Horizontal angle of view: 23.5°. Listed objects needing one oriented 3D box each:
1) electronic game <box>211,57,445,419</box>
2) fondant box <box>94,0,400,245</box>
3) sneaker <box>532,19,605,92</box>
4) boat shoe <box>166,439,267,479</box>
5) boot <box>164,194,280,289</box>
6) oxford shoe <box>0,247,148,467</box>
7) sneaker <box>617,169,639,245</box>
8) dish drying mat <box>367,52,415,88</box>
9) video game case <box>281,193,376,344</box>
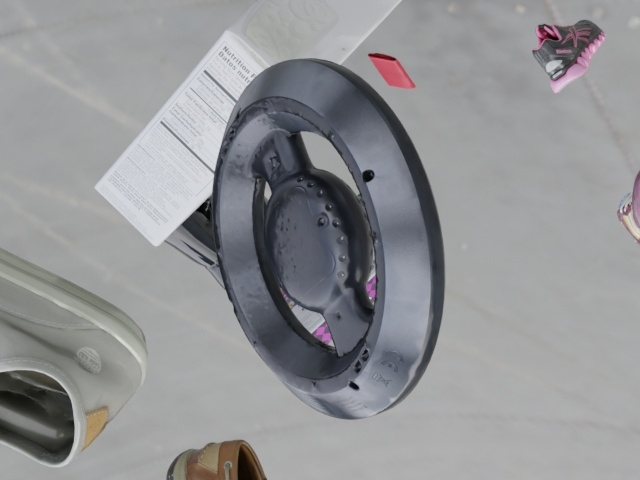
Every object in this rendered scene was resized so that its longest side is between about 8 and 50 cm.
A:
[{"bbox_3d":[0.000,0.000,0.964,0.048,0.229,0.229,-12,-179,-34],"label":"electronic game"},{"bbox_3d":[-0.062,-0.155,1.501,0.096,0.238,0.330,45,143,-5],"label":"fondant box"},{"bbox_3d":[0.225,-0.184,1.421,0.057,0.119,0.047,44,124,-6],"label":"sneaker"},{"bbox_3d":[-0.082,0.400,1.914,0.120,0.324,0.122,-28,172,26],"label":"boat shoe"},{"bbox_3d":[-0.149,-0.045,1.865,0.207,0.094,0.246,43,-164,-33],"label":"boot"},{"bbox_3d":[-0.347,0.051,1.185,0.449,0.130,0.169,26,142,-17],"label":"oxford shoe"},{"bbox_3d":[0.413,-0.043,1.974,0.084,0.069,0.185,35,163,37],"label":"sneaker"},{"bbox_3d":[0.074,-0.174,1.576,0.032,0.008,0.083,14,169,20],"label":"dish drying mat"},{"bbox_3d":[0.020,0.052,2.281,0.042,0.232,0.210,45,-177,-29],"label":"video game case"}]
